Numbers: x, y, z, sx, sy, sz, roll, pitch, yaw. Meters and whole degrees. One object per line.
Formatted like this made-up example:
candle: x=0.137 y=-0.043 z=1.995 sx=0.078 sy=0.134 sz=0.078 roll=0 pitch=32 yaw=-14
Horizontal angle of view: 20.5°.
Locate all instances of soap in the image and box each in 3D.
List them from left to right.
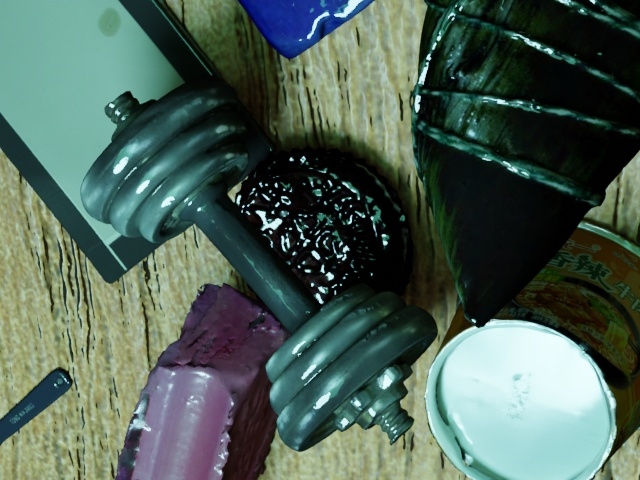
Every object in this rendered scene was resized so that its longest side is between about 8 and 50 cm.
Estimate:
soap: x=-0.110 y=0.176 z=1.761 sx=0.112 sy=0.182 sz=0.289 roll=23 pitch=117 yaw=12

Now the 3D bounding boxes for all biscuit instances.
biscuit: x=0.000 y=0.000 z=1.710 sx=0.194 sy=0.053 sz=0.195 roll=9 pitch=111 yaw=23

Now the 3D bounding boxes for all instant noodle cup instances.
instant noodle cup: x=0.203 y=0.114 z=1.595 sx=0.230 sy=0.182 sz=0.230 roll=9 pitch=113 yaw=21

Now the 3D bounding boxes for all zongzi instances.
zongzi: x=0.175 y=-0.107 z=1.421 sx=0.319 sy=0.362 sz=0.383 roll=22 pitch=118 yaw=-6

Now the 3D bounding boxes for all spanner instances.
spanner: x=-0.341 y=0.205 z=1.975 sx=0.208 sy=0.012 sz=0.046 roll=-40 pitch=92 yaw=31

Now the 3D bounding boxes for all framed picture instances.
framed picture: x=-0.236 y=-0.153 z=1.777 sx=0.265 sy=0.016 sz=0.347 roll=-38 pitch=92 yaw=31

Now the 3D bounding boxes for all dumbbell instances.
dumbbell: x=-0.057 y=0.021 z=1.603 sx=0.406 sy=0.179 sz=0.179 roll=49 pitch=122 yaw=11

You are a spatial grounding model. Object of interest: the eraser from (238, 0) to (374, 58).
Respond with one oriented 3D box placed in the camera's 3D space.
eraser: x=-0.064 y=-0.336 z=1.576 sx=0.155 sy=0.101 sz=0.332 roll=-33 pitch=96 yaw=29
